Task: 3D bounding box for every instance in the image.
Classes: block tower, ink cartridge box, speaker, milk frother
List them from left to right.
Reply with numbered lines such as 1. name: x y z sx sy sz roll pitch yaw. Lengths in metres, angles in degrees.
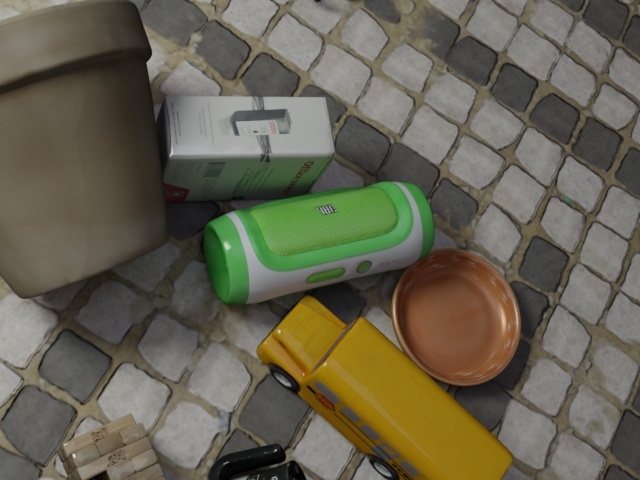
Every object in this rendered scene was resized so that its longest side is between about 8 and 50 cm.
1. block tower: -0.196 0.373 1.048 0.097 0.091 0.335 -22 80 -28
2. ink cartridge box: -0.108 -0.119 1.211 0.218 0.158 0.092 -1 72 -19
3. milk frother: -0.071 0.336 1.109 0.135 0.129 0.143 -18 110 11
4. speaker: 0.000 0.000 1.226 0.296 0.131 0.131 -12 76 -22

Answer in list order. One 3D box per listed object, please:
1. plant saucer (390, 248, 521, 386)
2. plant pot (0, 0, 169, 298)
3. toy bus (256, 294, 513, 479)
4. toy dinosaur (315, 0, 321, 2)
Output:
1. plant saucer: 0.190 0.111 1.301 0.200 0.037 0.200 6 69 -17
2. plant pot: -0.318 -0.094 1.079 0.323 0.323 0.280 -24 98 -24
3. toy bus: 0.078 0.210 1.177 0.333 0.130 0.108 43 64 -1
4. toy dinosaur: -0.007 -0.424 1.407 0.268 0.064 0.118 -27 76 -22
